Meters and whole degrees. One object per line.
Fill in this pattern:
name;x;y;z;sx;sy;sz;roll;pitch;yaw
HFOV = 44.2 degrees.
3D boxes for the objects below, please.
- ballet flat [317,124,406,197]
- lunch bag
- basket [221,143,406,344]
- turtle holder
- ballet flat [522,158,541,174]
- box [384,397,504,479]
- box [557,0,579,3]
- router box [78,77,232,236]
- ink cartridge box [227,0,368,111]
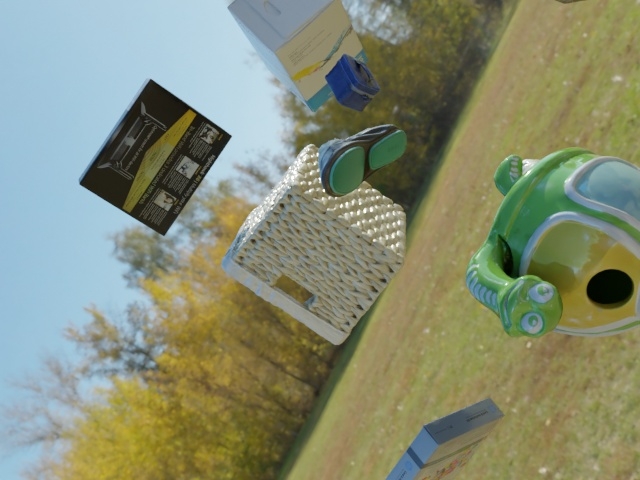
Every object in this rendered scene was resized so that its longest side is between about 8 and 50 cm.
ballet flat;0.040;-0.109;1.047;0.203;0.074;0.074;-34;-26;-49
lunch bag;0.061;-0.282;1.402;0.067;0.098;0.065;10;-48;-41
basket;0.000;0.000;1.810;0.266;0.328;0.331;-52;9;24
turtle holder;0.333;0.006;1.007;0.320;0.227;0.243;11;-78;-47
ballet flat;0.426;-0.124;1.554;0.248;0.086;0.086;-5;-56;-60
box;0.167;0.315;1.135;0.145;0.038;0.186;-9;-41;-40
box;0.585;-0.614;1.721;0.093;0.158;0.156;-2;-85;-44
router box;-0.404;-0.204;1.934;0.308;0.243;0.081;-55;22;0
ink cartridge box;-0.040;-0.418;1.602;0.168;0.171;0.232;-42;-27;0
